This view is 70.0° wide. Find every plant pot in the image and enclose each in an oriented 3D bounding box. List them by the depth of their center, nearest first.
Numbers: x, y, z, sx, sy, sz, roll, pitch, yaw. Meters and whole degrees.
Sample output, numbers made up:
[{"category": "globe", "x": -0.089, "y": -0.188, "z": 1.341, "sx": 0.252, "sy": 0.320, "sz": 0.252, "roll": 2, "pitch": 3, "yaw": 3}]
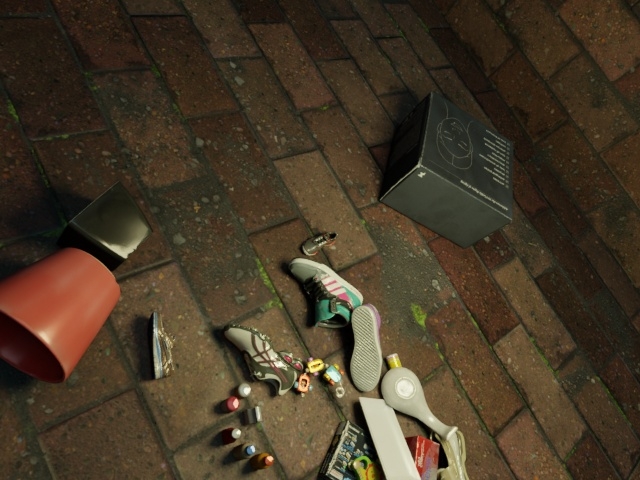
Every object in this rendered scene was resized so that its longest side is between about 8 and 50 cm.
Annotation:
[{"category": "plant pot", "x": -0.648, "y": 0.164, "z": 1.113, "sx": 0.275, "sy": 0.275, "sz": 0.243, "roll": 37, "pitch": 42, "yaw": -7}, {"category": "plant pot", "x": -0.591, "y": -0.023, "z": 1.288, "sx": 0.167, "sy": 0.187, "sz": 0.188, "roll": 45, "pitch": 51, "yaw": -17}]

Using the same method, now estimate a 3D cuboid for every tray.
[{"category": "tray", "x": 0.204, "y": 0.617, "z": 1.410, "sx": 0.145, "sy": 0.030, "sz": 0.270, "roll": 19, "pitch": 34, "yaw": -34}]

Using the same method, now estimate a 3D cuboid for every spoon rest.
[{"category": "spoon rest", "x": 0.320, "y": 0.543, "z": 1.517, "sx": 0.137, "sy": 0.084, "sz": 0.276, "roll": -41, "pitch": 73, "yaw": -20}]

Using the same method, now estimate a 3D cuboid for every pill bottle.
[{"category": "pill bottle", "x": 0.260, "y": 0.439, "z": 1.588, "sx": 0.043, "sy": 0.043, "sz": 0.083, "roll": -6, "pitch": 67, "yaw": -32}]

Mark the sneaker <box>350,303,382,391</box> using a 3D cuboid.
[{"category": "sneaker", "x": 0.169, "y": 0.355, "z": 1.549, "sx": 0.161, "sy": 0.102, "sz": 0.282, "roll": 7, "pitch": 85, "yaw": -73}]

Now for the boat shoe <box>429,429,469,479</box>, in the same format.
[{"category": "boat shoe", "x": 0.409, "y": 0.758, "z": 1.463, "sx": 0.103, "sy": 0.113, "sz": 0.302, "roll": 17, "pitch": 45, "yaw": -16}]

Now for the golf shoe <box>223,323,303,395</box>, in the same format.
[{"category": "golf shoe", "x": -0.182, "y": 0.347, "z": 1.357, "sx": 0.273, "sy": 0.105, "sz": 0.120, "roll": 35, "pitch": 60, "yaw": -8}]

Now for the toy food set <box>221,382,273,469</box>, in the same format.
[{"category": "toy food set", "x": -0.204, "y": 0.508, "z": 1.252, "sx": 0.111, "sy": 0.104, "sz": 0.232, "roll": -1, "pitch": 65, "yaw": -30}]

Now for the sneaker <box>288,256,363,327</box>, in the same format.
[{"category": "sneaker", "x": 0.000, "y": 0.195, "z": 1.533, "sx": 0.296, "sy": 0.124, "sz": 0.178, "roll": 33, "pitch": 44, "yaw": -11}]

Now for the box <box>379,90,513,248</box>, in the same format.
[{"category": "box", "x": 0.564, "y": -0.304, "z": 2.002, "sx": 0.480, "sy": 0.297, "sz": 0.471, "roll": 28, "pitch": 53, "yaw": -14}]

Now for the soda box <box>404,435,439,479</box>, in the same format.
[{"category": "soda box", "x": 0.297, "y": 0.753, "z": 1.413, "sx": 0.092, "sy": 0.083, "sz": 0.263, "roll": 27, "pitch": 54, "yaw": -15}]

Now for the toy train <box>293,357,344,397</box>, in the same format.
[{"category": "toy train", "x": -0.007, "y": 0.440, "z": 1.440, "sx": 0.166, "sy": 0.046, "sz": 0.125, "roll": 15, "pitch": 59, "yaw": -18}]

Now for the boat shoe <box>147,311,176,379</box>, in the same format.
[{"category": "boat shoe", "x": -0.440, "y": 0.289, "z": 1.272, "sx": 0.066, "sy": 0.066, "sz": 0.183, "roll": 1, "pitch": 74, "yaw": -34}]

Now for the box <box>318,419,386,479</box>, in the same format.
[{"category": "box", "x": 0.125, "y": 0.679, "z": 1.377, "sx": 0.220, "sy": 0.051, "sz": 0.175, "roll": 36, "pitch": 53, "yaw": -8}]

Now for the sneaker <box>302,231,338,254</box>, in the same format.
[{"category": "sneaker", "x": 0.000, "y": 0.000, "z": 1.667, "sx": 0.158, "sy": 0.065, "sz": 0.061, "roll": -29, "pitch": 81, "yaw": -37}]

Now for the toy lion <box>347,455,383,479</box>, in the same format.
[{"category": "toy lion", "x": 0.138, "y": 0.678, "z": 1.335, "sx": 0.096, "sy": 0.034, "sz": 0.100, "roll": -12, "pitch": 71, "yaw": -40}]
